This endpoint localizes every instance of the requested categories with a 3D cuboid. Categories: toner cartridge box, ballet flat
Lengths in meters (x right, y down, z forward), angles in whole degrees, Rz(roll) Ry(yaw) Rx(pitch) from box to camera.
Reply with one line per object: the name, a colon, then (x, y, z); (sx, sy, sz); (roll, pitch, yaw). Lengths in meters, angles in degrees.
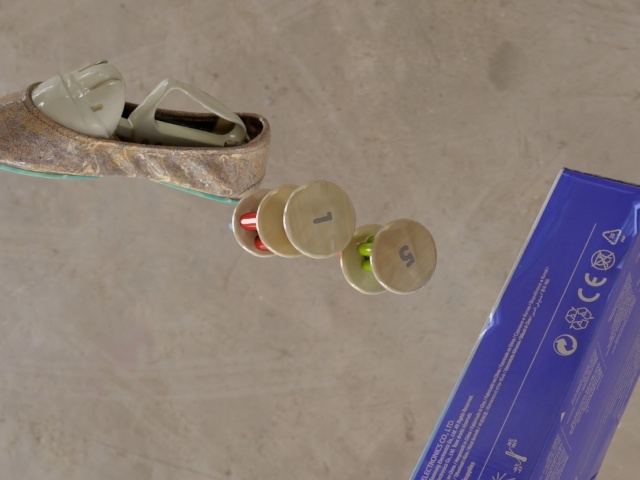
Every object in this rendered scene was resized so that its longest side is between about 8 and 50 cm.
toner cartridge box: (0.147, 0.138, 0.716); (0.075, 0.165, 0.348); (18, 67, 29)
ballet flat: (-0.184, -0.113, 0.972); (0.106, 0.316, 0.107); (-61, 43, 28)

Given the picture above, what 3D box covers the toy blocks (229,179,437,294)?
toy blocks: (0.000, 0.000, 0.756); (0.148, 0.123, 0.054); (-2, 66, 65)
